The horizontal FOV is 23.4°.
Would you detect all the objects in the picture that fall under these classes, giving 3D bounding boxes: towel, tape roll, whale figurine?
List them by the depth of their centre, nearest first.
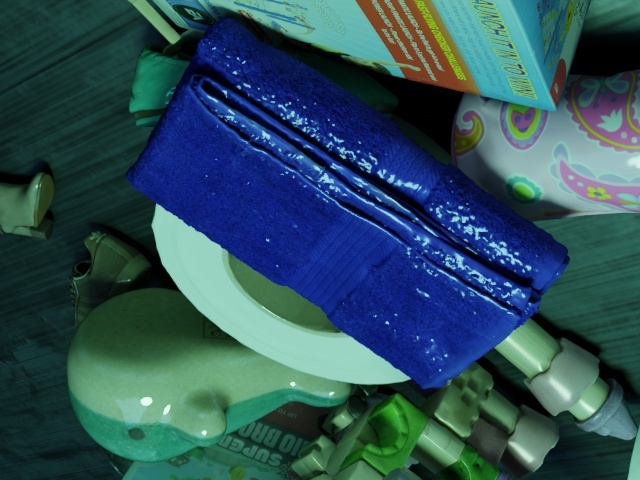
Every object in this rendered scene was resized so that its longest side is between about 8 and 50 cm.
[{"bbox_3d":[0.006,-0.011,1.148,0.308,0.076,0.228,35,146,-2],"label":"towel"},{"bbox_3d":[0.000,0.000,1.337,0.286,0.100,0.286,18,145,13],"label":"tape roll"},{"bbox_3d":[-0.108,0.140,1.493,0.271,0.216,0.141,1,121,-6],"label":"whale figurine"}]

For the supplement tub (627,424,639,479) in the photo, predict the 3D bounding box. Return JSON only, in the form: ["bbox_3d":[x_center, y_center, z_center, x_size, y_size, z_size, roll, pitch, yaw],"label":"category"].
[{"bbox_3d":[0.424,0.226,1.238,0.316,0.228,0.228,4,139,29],"label":"supplement tub"}]

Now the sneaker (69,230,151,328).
[{"bbox_3d":[-0.226,0.053,1.599,0.071,0.066,0.188,42,141,8],"label":"sneaker"}]

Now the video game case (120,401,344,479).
[{"bbox_3d":[-0.080,0.239,1.539,0.204,0.285,0.025,20,128,9],"label":"video game case"}]

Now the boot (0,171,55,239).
[{"bbox_3d":[-0.309,-0.043,1.533,0.087,0.042,0.118,24,145,8],"label":"boot"}]

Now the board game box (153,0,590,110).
[{"bbox_3d":[-0.003,-0.201,0.974,0.301,0.086,0.308,15,170,20],"label":"board game box"}]

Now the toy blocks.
[{"bbox_3d":[0.134,0.256,1.412,0.260,0.289,0.309,40,140,-9],"label":"toy blocks"}]

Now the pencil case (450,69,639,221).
[{"bbox_3d":[0.236,-0.064,1.081,0.284,0.124,0.124,3,139,31],"label":"pencil case"}]

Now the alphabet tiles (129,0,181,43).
[{"bbox_3d":[-0.223,-0.264,1.009,0.342,0.011,0.285,47,-178,31],"label":"alphabet tiles"}]

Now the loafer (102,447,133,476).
[{"bbox_3d":[-0.166,0.283,1.827,0.078,0.076,0.223,6,153,49],"label":"loafer"}]

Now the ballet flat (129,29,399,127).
[{"bbox_3d":[-0.052,-0.134,1.210,0.247,0.083,0.087,2,93,33],"label":"ballet flat"}]
